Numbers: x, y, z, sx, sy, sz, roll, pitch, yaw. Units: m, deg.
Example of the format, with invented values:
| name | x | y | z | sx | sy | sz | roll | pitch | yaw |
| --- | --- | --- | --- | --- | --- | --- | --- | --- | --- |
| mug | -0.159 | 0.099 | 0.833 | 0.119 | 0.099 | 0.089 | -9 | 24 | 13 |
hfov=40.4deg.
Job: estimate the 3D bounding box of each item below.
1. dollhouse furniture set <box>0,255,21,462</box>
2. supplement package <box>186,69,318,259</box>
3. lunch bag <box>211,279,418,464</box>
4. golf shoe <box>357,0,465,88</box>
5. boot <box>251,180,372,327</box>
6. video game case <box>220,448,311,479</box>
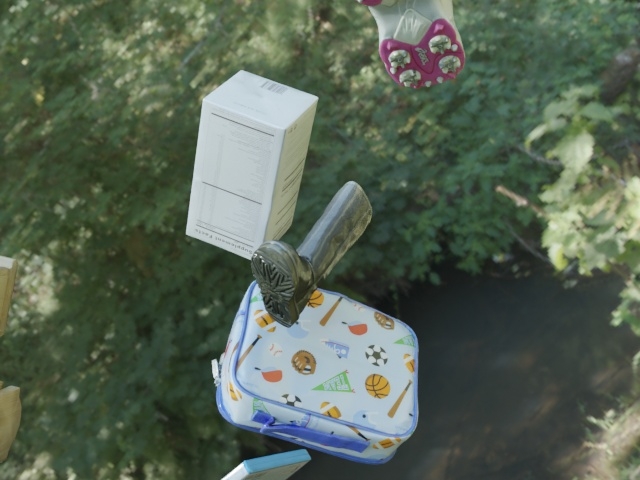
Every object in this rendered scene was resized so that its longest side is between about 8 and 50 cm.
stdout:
| name | x | y | z | sx | sy | sz | roll | pitch | yaw |
| --- | --- | --- | --- | --- | --- | --- | --- | --- | --- |
| dollhouse furniture set | -0.316 | 0.072 | 0.634 | 0.101 | 0.182 | 0.161 | -6 | -71 | -82 |
| supplement package | -0.109 | -0.113 | 1.349 | 0.134 | 0.139 | 0.244 | -53 | -19 | -53 |
| lunch bag | -0.006 | 0.195 | 1.280 | 0.115 | 0.303 | 0.243 | 119 | 164 | -47 |
| golf shoe | 0.091 | -0.316 | 0.998 | 0.115 | 0.306 | 0.140 | -7 | 55 | 13 |
| boot | -0.002 | -0.002 | 1.174 | 0.208 | 0.076 | 0.189 | -47 | -19 | -24 |
| video game case | -0.098 | 0.267 | 0.875 | 0.166 | 0.015 | 0.119 | -42 | -23 | 17 |
